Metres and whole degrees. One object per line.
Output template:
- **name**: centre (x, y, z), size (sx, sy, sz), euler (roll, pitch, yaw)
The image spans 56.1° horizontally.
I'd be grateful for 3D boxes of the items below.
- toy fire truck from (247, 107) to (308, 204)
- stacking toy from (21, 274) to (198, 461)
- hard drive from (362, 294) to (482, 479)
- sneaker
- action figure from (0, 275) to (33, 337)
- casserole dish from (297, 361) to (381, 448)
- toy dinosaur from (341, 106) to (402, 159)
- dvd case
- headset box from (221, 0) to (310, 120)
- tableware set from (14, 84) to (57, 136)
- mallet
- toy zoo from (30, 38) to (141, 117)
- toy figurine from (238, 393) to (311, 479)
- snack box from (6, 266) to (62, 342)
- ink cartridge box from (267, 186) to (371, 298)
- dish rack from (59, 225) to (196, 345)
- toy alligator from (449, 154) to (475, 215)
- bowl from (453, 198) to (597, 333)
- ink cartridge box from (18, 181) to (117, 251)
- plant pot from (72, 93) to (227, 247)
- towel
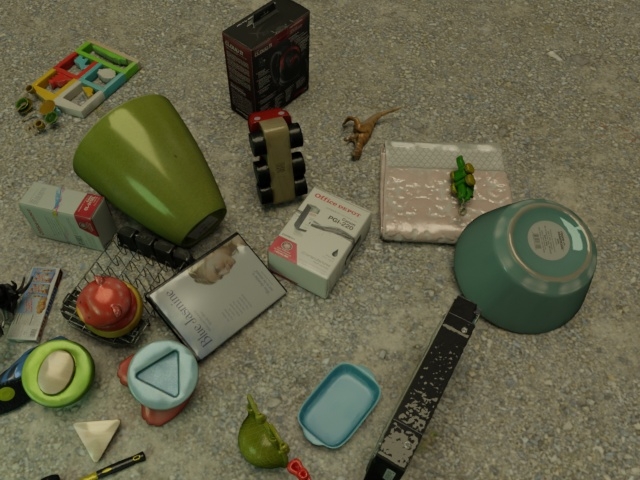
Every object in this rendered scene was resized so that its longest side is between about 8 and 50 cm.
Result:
- **toy fire truck**: centre (-0.109, -0.242, 1.486), size (0.159, 0.216, 0.246), euler (-16, 43, -12)
- **stacking toy**: centre (-0.401, 0.238, 1.133), size (0.279, 0.130, 0.309), euler (-42, 86, -21)
- **hard drive**: centre (0.186, 0.290, 1.109), size (0.064, 0.236, 0.338), euler (27, 60, 15)
- **sneaker**: centre (-0.595, 0.270, 1.207), size (0.209, 0.069, 0.082), euler (-36, 33, -15)
- **action figure**: centre (-0.717, 0.159, 1.216), size (0.164, 0.140, 0.276), euler (4, 17, 43)
- **casserole dish**: centre (0.038, 0.330, 1.197), size (0.114, 0.037, 0.188), euler (35, 62, 19)
- **toy dinosaur**: centre (0.119, -0.304, 1.626), size (0.112, 0.064, 0.211), euler (33, 69, -2)
- **dvd case**: centre (-0.221, 0.116, 1.297), size (0.253, 0.022, 0.180), euler (-38, 84, -28)
- **headset box**: centre (-0.137, -0.483, 1.587), size (0.110, 0.293, 0.218), euler (37, 63, 20)
- **tableware set**: centre (-0.769, -0.357, 1.618), size (0.104, 0.024, 0.154), euler (-31, 66, -2)
- **mallet**: centre (-0.425, 0.430, 1.116), size (0.190, 0.039, 0.062), euler (-25, 64, -22)
- **toy zoo**: centre (-0.678, -0.452, 1.704), size (0.193, 0.030, 0.293), euler (27, 59, 16)
- **toy figurine**: centre (-0.101, 0.474, 1.011), size (0.217, 0.191, 0.362), euler (-35, 63, -17)
- **snack box**: centre (-0.622, 0.138, 1.311), size (0.064, 0.022, 0.178), euler (3, 56, 1)
- **ink cartridge box**: centre (0.000, 0.000, 1.386), size (0.159, 0.092, 0.217), euler (26, 57, 14)
- **dish rack**: centre (-0.420, 0.102, 1.317), size (0.209, 0.074, 0.271), euler (21, 59, 13)
- **toy alligator**: centre (0.350, -0.124, 1.446), size (0.051, 0.056, 0.189), euler (30, 49, -31)
- **bowl**: centre (0.464, 0.034, 1.306), size (0.312, 0.163, 0.311), euler (2, 67, -4)
- **ink cartridge box**: centre (-0.577, -0.055, 1.380), size (0.175, 0.127, 0.072), euler (13, 55, 6)
- **plant pot**: centre (-0.360, -0.135, 1.387), size (0.275, 0.274, 0.293), euler (-40, 82, -25)
- **towel**: centre (0.314, -0.127, 1.508), size (0.332, 0.053, 0.316), euler (3, 56, 1)
